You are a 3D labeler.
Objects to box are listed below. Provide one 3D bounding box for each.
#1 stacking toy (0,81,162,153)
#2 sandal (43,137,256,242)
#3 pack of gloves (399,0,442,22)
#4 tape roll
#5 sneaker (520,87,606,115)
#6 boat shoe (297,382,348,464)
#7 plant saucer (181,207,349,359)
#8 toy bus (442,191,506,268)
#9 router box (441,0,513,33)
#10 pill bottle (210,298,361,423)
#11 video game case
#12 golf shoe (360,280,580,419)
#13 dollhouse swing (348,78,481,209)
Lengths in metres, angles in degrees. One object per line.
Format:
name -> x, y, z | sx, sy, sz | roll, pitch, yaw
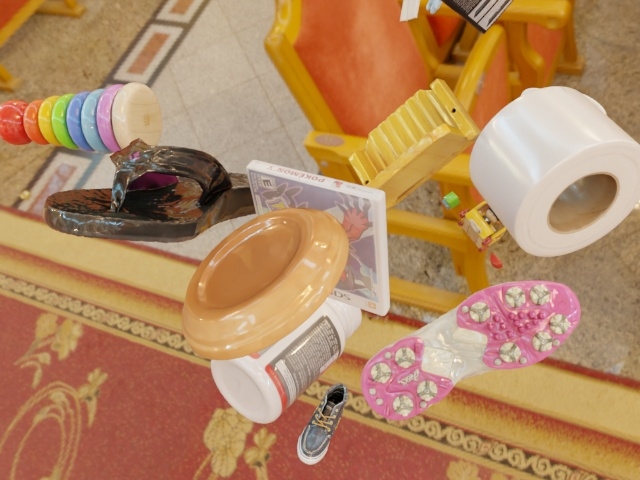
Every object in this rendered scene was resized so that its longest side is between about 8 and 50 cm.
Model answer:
stacking toy -> -0.484, -0.232, 1.235 | 0.331, 0.141, 0.141 | 3, 57, 17
sandal -> -0.188, -0.080, 0.828 | 0.168, 0.446, 0.107 | 11, 104, 16
pack of gloves -> 0.246, -0.580, 1.325 | 0.046, 0.232, 0.195 | 7, 11, -20
tape roll -> 0.401, -0.114, 1.083 | 0.246, 0.246, 0.169 | -22, 46, 0
sneaker -> 0.605, -0.331, 1.557 | 0.212, 0.080, 0.094 | 30, 28, 34
boat shoe -> 0.005, 0.387, 1.363 | 0.065, 0.083, 0.183 | 22, 36, 11
plant saucer -> -0.065, 0.033, 0.652 | 0.200, 0.037, 0.200 | -26, 31, 17
toy bus -> 0.407, -0.046, 1.554 | 0.104, 0.191, 0.202 | -36, 32, 2
router box -> 0.101, -0.429, 0.847 | 0.081, 0.243, 0.309 | -49, 63, 24
pill bottle -> -0.070, 0.252, 1.542 | 0.210, 0.210, 0.363 | 26, 43, 29
video game case -> 0.000, 0.000, 0.819 | 0.184, 0.201, 0.023 | 16, 46, 25
golf shoe -> 0.196, 0.135, 0.868 | 0.306, 0.140, 0.115 | -23, 86, 3
dollhouse swing -> 0.218, -0.284, 1.771 | 0.347, 0.305, 0.315 | -40, 62, 24
